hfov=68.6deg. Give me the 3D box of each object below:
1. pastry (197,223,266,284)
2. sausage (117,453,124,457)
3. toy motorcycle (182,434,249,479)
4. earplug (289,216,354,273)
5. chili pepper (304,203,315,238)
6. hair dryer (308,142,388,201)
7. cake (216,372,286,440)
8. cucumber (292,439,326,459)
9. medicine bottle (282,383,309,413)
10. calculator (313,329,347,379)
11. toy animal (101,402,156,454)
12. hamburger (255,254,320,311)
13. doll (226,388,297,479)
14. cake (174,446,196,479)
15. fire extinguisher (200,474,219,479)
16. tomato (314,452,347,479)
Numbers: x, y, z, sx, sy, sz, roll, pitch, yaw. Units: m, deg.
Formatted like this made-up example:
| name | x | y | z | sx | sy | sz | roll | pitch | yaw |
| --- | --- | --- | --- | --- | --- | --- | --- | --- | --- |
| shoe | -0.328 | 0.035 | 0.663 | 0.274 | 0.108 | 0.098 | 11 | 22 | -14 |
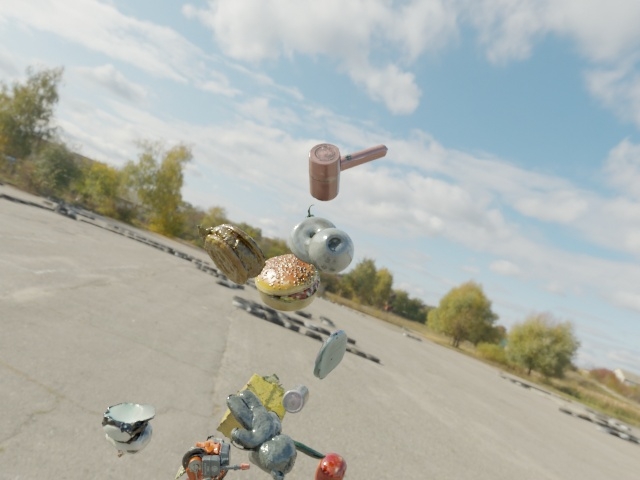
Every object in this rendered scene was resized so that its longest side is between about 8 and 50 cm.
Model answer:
| name | x | y | z | sx | sy | sz | roll | pitch | yaw |
| --- | --- | --- | --- | --- | --- | --- | --- | --- | --- |
| pastry | -0.311 | 0.044 | 1.701 | 0.235 | 0.132 | 0.240 | 31 | -33 | 34 |
| sausage | -0.674 | 0.724 | 1.594 | 0.015 | 0.015 | 0.100 | 21 | -20 | -4 |
| toy motorcycle | -0.322 | 0.790 | 1.485 | 0.222 | 0.325 | 0.148 | -1 | 8 | -6 |
| earplug | 0.005 | 0.009 | 1.892 | 0.326 | 0.214 | 0.175 | 32 | -22 | 49 |
| chili pepper | -0.029 | -0.030 | 2.151 | 0.122 | 0.065 | 0.278 | 3 | -61 | 55 |
| hair dryer | 0.120 | -0.299 | 1.882 | 0.210 | 0.353 | 0.125 | 90 | -24 | -50 |
| cake | -0.285 | 0.750 | 2.111 | 0.222 | 0.227 | 0.286 | 37 | 35 | -5 |
| cucumber | -0.065 | 0.832 | 1.871 | 0.184 | 0.033 | 0.036 | 25 | -18 | 3 |
| medicine bottle | -0.060 | 0.411 | 1.239 | 0.058 | 0.057 | 0.199 | 20 | -9 | 7 |
| calculator | 0.044 | 0.499 | 2.019 | 0.041 | 0.298 | 0.186 | 35 | 45 | 29 |
| toy animal | -0.619 | 0.623 | 1.538 | 0.166 | 0.179 | 0.138 | 16 | 30 | 18 |
| hamburger | -0.141 | 0.174 | 2.073 | 0.301 | 0.176 | 0.300 | 0 | 31 | 0 |
| doll | -0.222 | 0.700 | 1.683 | 0.340 | 0.158 | 0.246 | 40 | 15 | 18 |
| cake | -0.519 | 0.884 | 1.839 | 0.055 | 0.051 | 0.140 | 45 | 25 | -11 |
| fire extinguisher | -0.244 | 0.501 | 0.949 | 0.083 | 0.038 | 0.025 | 5 | 8 | -45 |
| tomato | 0.045 | 1.131 | 2.279 | 0.136 | 0.195 | 0.195 | 21 | -5 | 9 |
